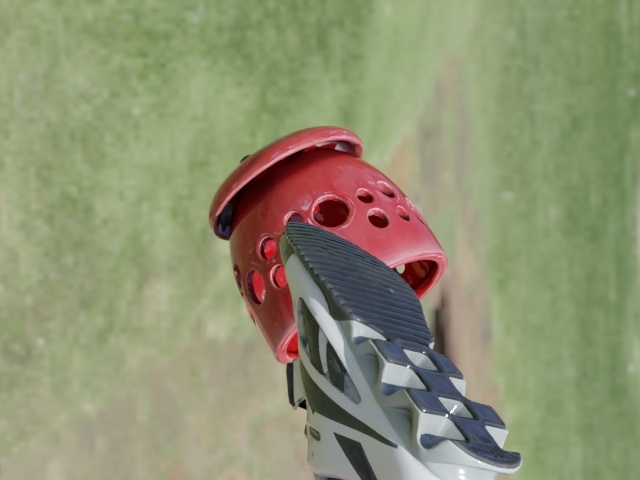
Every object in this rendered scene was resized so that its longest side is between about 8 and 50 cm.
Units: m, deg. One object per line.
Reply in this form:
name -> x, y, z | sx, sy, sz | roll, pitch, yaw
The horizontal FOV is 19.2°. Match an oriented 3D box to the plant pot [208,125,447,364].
plant pot -> 0.000, 0.000, 1.798 | 0.174, 0.191, 0.191 | 59, 4, 20

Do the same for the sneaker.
sneaker -> 0.023, 0.115, 1.479 | 0.146, 0.122, 0.330 | -56, -143, 22
